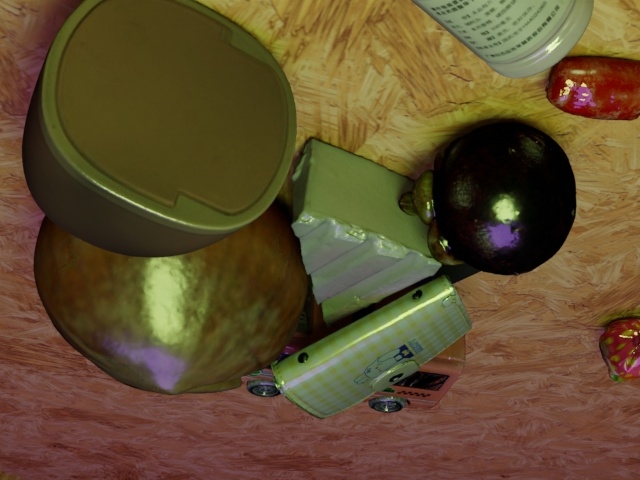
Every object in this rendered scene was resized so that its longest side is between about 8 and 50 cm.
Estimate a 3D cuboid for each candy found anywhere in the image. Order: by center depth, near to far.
[{"bbox_3d":[0.645,0.161,1.530,0.124,0.124,0.365,12,153,-15],"label":"candy"}]

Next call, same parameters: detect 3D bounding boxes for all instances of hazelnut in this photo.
[{"bbox_3d":[-0.222,0.059,1.261,0.410,0.359,0.359,25,145,-21],"label":"hazelnut"}]

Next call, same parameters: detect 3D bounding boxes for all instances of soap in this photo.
[{"bbox_3d":[0.000,0.000,1.286,0.258,0.158,0.302,18,146,-31],"label":"soap"}]

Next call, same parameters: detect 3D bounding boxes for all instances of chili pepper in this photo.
[{"bbox_3d":[0.333,-0.183,1.020,0.123,0.070,0.073,5,167,-6],"label":"chili pepper"}]

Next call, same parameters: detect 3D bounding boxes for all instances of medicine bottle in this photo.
[{"bbox_3d":[0.145,-0.272,0.815,0.250,0.133,0.133,28,143,-35],"label":"medicine bottle"}]

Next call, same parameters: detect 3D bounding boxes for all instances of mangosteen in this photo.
[{"bbox_3d":[0.216,-0.053,1.135,0.250,0.211,0.211,-1,152,31],"label":"mangosteen"}]

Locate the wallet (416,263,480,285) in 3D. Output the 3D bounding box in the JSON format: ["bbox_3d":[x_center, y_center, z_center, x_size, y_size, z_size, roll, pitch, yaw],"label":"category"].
[{"bbox_3d":[0.247,0.017,1.424,0.146,0.030,0.285,19,146,-32],"label":"wallet"}]

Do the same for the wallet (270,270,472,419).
[{"bbox_3d":[0.092,0.177,1.356,0.310,0.077,0.223,-28,147,5],"label":"wallet"}]

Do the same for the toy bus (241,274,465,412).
[{"bbox_3d":[0.042,0.178,1.564,0.427,0.203,0.233,10,146,-13],"label":"toy bus"}]

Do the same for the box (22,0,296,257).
[{"bbox_3d":[-0.200,-0.118,0.994,0.301,0.300,0.216,18,154,-24],"label":"box"}]
